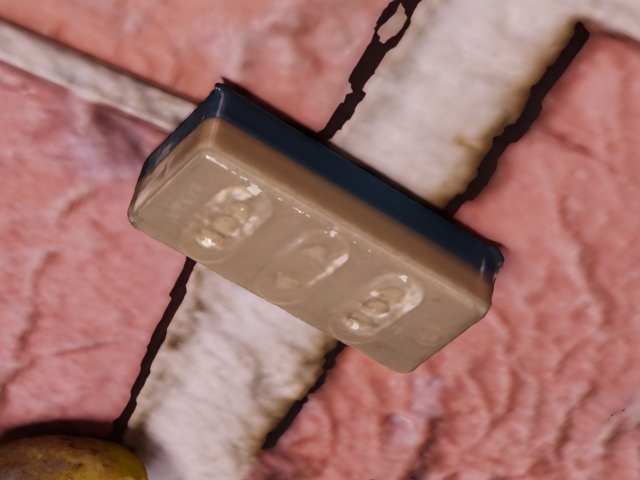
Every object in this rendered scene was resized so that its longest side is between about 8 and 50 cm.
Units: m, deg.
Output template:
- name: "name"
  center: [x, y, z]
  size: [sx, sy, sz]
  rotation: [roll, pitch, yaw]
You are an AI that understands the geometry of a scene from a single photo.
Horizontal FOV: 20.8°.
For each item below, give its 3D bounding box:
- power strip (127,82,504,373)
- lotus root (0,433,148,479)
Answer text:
- name: "power strip"
  center: [0.000, 0.000, 0.592]
  size: [0.123, 0.032, 0.056]
  rotation: [30, 139, -19]
- name: "lotus root"
  center: [-0.117, 0.108, 0.739]
  size: [0.099, 0.049, 0.054]
  rotation: [-8, 144, 23]
